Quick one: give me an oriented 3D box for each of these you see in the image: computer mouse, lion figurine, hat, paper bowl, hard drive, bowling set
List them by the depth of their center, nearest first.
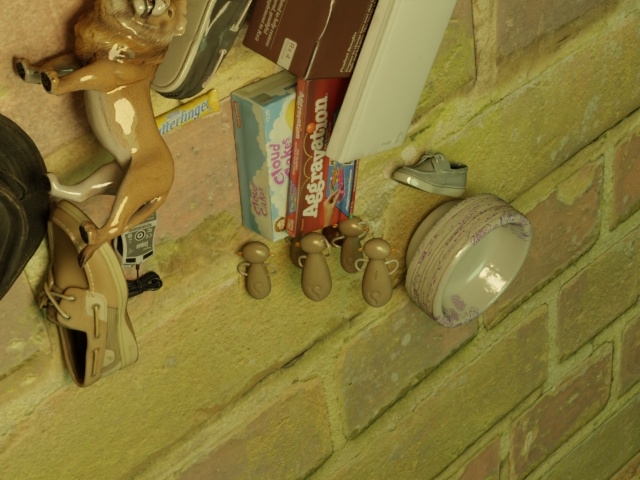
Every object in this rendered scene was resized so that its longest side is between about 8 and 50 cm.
[{"bbox_3d":[-0.478,-0.007,1.580,0.331,0.134,0.331,-26,130,-35],"label":"hat"},{"bbox_3d":[-0.282,-0.174,1.643,0.240,0.142,0.392,-21,116,-36],"label":"lion figurine"},{"bbox_3d":[-0.299,0.008,1.851,0.106,0.042,0.193,-16,130,-34],"label":"computer mouse"},{"bbox_3d":[0.121,-0.281,1.853,0.203,0.040,0.307,-21,137,-52],"label":"hard drive"},{"bbox_3d":[0.000,0.000,2.087,0.199,0.287,0.154,-84,173,-46],"label":"bowling set"},{"bbox_3d":[0.290,0.029,2.378,0.284,0.148,0.284,-31,143,-28],"label":"paper bowl"}]

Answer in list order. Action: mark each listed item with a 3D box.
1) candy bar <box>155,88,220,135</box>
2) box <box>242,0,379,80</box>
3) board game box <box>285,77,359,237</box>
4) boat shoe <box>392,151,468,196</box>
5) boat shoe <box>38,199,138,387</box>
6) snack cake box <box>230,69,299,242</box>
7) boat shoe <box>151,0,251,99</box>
[{"bbox_3d":[-0.225,-0.192,1.820,0.161,0.018,0.040,-31,133,-31],"label":"candy bar"},{"bbox_3d":[0.060,-0.372,1.844,0.381,0.143,0.191,-16,133,-57],"label":"box"},{"bbox_3d":[0.011,-0.151,1.947,0.145,0.027,0.281,-18,125,-39],"label":"board game box"},{"bbox_3d":[0.221,-0.137,2.287,0.228,0.079,0.081,4,103,-54],"label":"boat shoe"},{"bbox_3d":[-0.366,0.093,1.766,0.110,0.122,0.341,-34,136,-29],"label":"boat shoe"},{"bbox_3d":[-0.059,-0.148,1.967,0.152,0.089,0.264,-29,132,-33],"label":"snack cake box"},{"bbox_3d":[-0.157,-0.364,1.728,0.335,0.112,0.095,-60,157,8],"label":"boat shoe"}]
